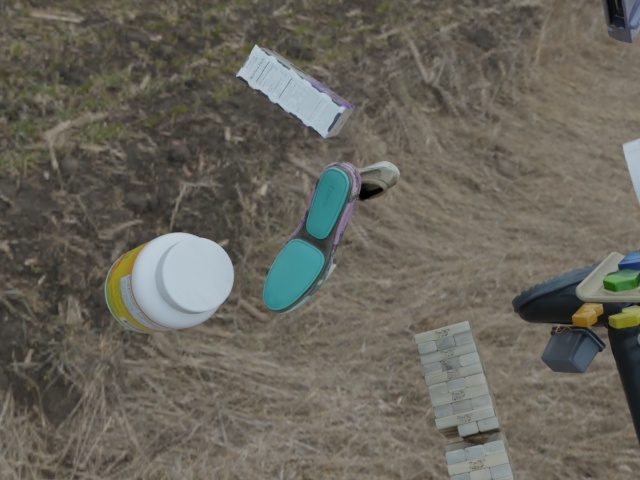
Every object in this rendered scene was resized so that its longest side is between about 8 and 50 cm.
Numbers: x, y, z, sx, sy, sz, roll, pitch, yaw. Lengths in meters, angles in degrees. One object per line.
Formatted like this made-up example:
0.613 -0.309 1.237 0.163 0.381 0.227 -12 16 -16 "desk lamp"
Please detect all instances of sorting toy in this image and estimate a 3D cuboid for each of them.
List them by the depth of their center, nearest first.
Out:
0.596 0.079 1.475 0.229 0.041 0.307 2 22 42 "sorting toy"

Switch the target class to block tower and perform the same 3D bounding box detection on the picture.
0.228 0.296 1.191 0.090 0.097 0.336 -17 63 11 "block tower"

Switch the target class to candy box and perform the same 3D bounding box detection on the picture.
-0.042 -0.273 1.479 0.196 0.070 0.165 35 13 2 "candy box"

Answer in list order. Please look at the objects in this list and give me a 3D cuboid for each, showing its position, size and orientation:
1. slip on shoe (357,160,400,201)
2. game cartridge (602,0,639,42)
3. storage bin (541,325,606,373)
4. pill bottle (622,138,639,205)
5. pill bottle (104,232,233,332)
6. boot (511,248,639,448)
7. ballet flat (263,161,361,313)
0.057 -0.076 1.157 0.051 0.135 0.041 46 56 -26 "slip on shoe"
0.501 -0.483 1.229 0.068 0.230 0.355 32 1 28 "game cartridge"
0.593 0.262 1.917 0.098 0.135 0.091 44 67 -14 "storage bin"
0.602 -0.126 1.114 0.322 0.182 0.182 -17 30 24 "pill bottle"
-0.220 0.063 1.172 0.136 0.245 0.137 5 79 -28 "pill bottle"
0.648 0.271 1.720 0.146 0.366 0.446 17 54 -59 "boot"
0.000 0.000 1.061 0.076 0.222 0.079 31 14 26 "ballet flat"
